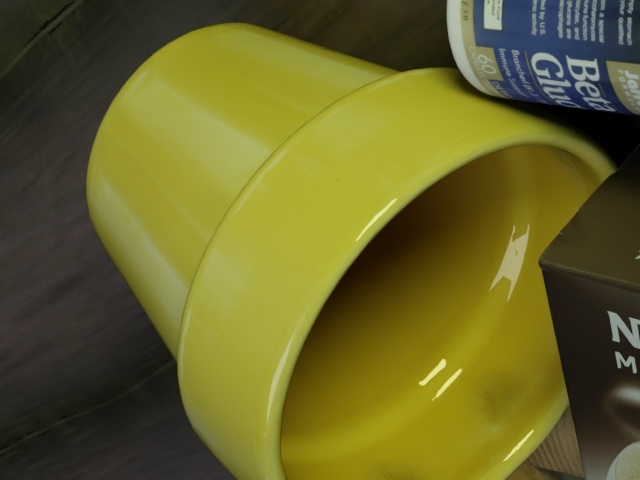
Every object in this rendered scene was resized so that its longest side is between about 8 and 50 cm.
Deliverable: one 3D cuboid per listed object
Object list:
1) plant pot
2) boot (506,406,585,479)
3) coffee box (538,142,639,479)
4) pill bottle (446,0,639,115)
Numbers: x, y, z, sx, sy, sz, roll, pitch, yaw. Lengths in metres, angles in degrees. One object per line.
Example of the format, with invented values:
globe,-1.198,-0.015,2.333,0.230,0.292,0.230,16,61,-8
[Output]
plant pot,0.000,0.000,1.021,0.239,0.254,0.254,38,149,38
boot,0.136,0.181,1.199,0.211,0.104,0.295,10,129,48
coffee box,0.234,0.105,0.978,0.168,0.119,0.297,16,137,36
pill bottle,0.151,-0.104,0.859,0.169,0.094,0.094,11,135,40
